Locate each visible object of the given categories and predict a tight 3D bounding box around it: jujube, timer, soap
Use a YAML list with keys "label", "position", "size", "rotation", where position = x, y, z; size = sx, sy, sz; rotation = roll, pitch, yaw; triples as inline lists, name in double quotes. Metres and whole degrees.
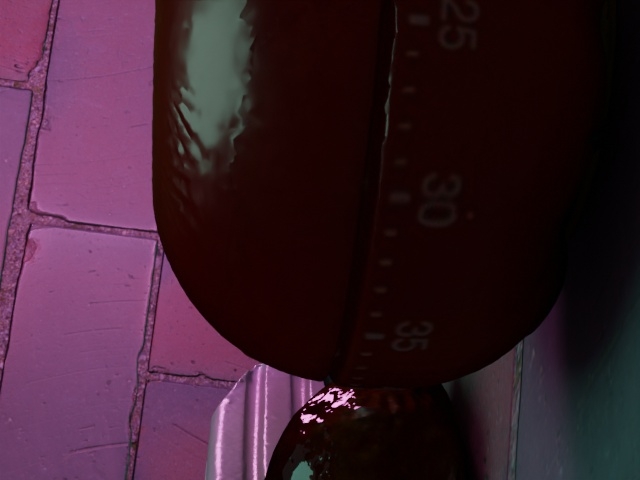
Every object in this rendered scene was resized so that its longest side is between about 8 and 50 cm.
- label: "jujube"
  position: [0.046, 0.197, 1.314]
  size: [0.255, 0.190, 0.190]
  rotation: [-55, -22, -61]
- label: "timer"
  position: [0.029, -0.093, 0.993]
  size: [0.378, 0.279, 0.378]
  rotation: [-176, 90, -84]
- label: "soap"
  position: [-0.031, 0.266, 1.781]
  size: [0.347, 0.208, 0.115]
  rotation: [-95, 13, -69]

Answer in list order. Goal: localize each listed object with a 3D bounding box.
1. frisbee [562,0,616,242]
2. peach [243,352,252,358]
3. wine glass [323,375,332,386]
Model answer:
- label: "frisbee"
  position: [0.170, -0.099, 1.072]
  size: [0.236, 0.017, 0.236]
  rotation: [-172, 90, -85]
- label: "peach"
  position: [-0.022, 0.067, 2.072]
  size: [0.243, 0.199, 0.243]
  rotation: [-164, 90, -79]
- label: "wine glass"
  position: [0.046, 0.098, 1.826]
  size: [0.202, 0.093, 0.093]
  rotation: [-91, 9, -54]
